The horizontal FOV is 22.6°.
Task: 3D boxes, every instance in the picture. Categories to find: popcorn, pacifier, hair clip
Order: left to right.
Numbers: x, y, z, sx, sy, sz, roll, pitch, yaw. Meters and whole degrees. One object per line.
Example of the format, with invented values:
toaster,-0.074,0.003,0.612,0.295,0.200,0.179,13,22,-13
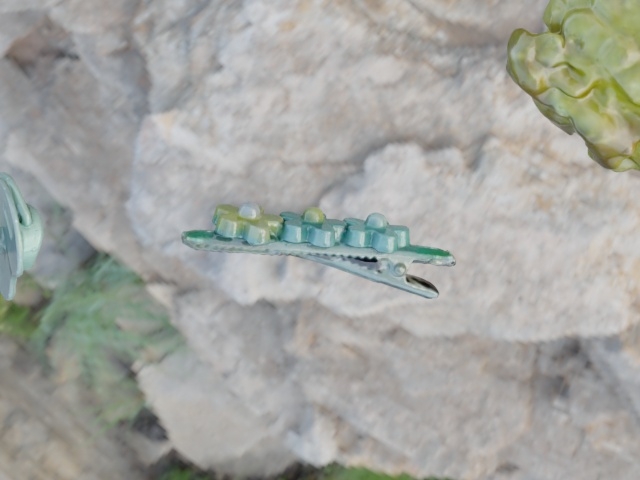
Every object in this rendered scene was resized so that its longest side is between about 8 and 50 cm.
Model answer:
pacifier,-0.346,-0.005,1.638,0.150,0.116,0.127,136,124,-66
hair clip,0.000,-0.001,1.000,0.173,0.049,0.049,10,125,-14
popcorn,0.283,-0.168,1.498,0.251,0.206,0.237,-10,151,-14
